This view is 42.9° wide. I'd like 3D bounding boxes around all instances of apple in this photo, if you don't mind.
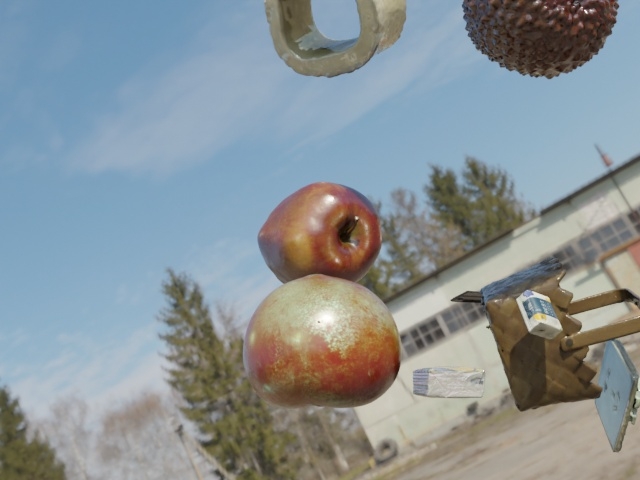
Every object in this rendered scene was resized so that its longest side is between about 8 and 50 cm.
[{"bbox_3d":[0.000,0.000,2.086,0.288,0.288,0.316,-15,4,-41],"label":"apple"}]

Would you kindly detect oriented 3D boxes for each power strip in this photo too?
[{"bbox_3d":[0.675,0.337,1.805,0.064,0.198,0.213,6,24,2],"label":"power strip"}]

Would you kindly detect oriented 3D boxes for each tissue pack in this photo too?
[{"bbox_3d":[0.242,0.271,1.556,0.108,0.060,0.148,3,-9,-4],"label":"tissue pack"},{"bbox_3d":[0.408,0.138,1.515,0.062,0.083,0.042,21,-53,-26],"label":"tissue pack"}]

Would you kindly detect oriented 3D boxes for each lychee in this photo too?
[{"bbox_3d":[0.380,-0.420,1.428,0.275,0.276,0.304,-23,-5,-16],"label":"lychee"}]

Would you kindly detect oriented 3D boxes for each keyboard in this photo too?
[{"bbox_3d":[0.418,0.147,2.102,0.198,0.010,0.063,7,-32,-43],"label":"keyboard"}]

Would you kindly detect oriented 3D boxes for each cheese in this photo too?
[{"bbox_3d":[0.026,-0.543,1.903,0.332,0.292,0.153,-13,21,41],"label":"cheese"}]

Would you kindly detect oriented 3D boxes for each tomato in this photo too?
[{"bbox_3d":[0.005,0.167,1.369,0.270,0.223,0.270,-6,-7,-1],"label":"tomato"}]

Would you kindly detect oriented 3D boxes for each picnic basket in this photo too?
[{"bbox_3d":[0.512,0.182,1.685,0.320,0.291,0.254,-18,3,7],"label":"picnic basket"}]
